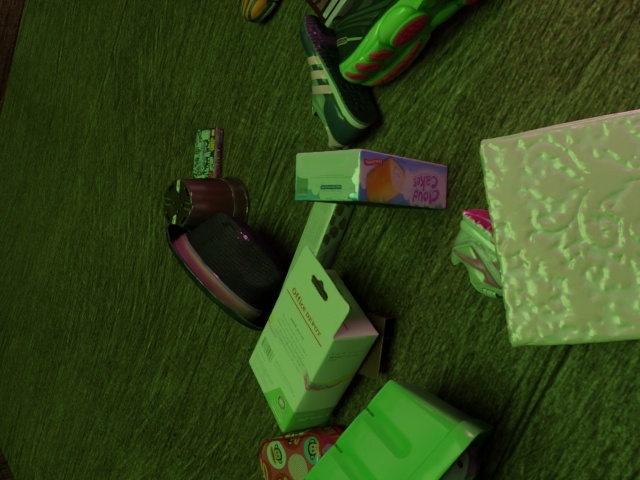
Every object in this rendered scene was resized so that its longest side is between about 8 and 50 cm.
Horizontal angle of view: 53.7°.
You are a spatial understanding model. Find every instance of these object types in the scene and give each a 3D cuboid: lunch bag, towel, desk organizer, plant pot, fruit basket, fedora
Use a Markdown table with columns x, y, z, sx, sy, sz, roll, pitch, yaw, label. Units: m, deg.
| x | y | z | sx | sy | sz | roll | pitch | yaw | label |
| --- | --- | --- | --- | --- | --- | --- | --- | --- | --- |
| -0.029 | 0.559 | 1.366 | 0.258 | 0.120 | 0.292 | -24 | 73 | 41 | lunch bag |
| 0.415 | -0.016 | 0.928 | 0.317 | 0.053 | 0.331 | -8 | 83 | 17 | towel |
| 0.117 | 0.213 | 1.288 | 0.050 | 0.047 | 0.130 | 11 | 96 | 41 | desk organizer |
| -0.298 | -0.088 | 1.613 | 0.167 | 0.165 | 0.166 | -2 | 88 | 45 | plant pot |
| 0.177 | 0.462 | 1.044 | 0.393 | 0.283 | 0.391 | -6 | 74 | 20 | fruit basket |
| -0.197 | 0.047 | 1.467 | 0.152 | 0.334 | 0.334 | -45 | 56 | 3 | fedora |

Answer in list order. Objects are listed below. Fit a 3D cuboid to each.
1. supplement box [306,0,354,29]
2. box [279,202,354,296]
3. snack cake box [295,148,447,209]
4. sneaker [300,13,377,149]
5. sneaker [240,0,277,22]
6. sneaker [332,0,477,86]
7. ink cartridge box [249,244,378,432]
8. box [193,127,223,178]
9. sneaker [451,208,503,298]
| x | y | z | sx | sy | sz | roll | pitch | yaw | label |
| --- | --- | --- | --- | --- | --- | --- | --- | --- | --- |
| 0.017 | -0.580 | 1.389 | 0.130 | 0.073 | 0.239 | -49 | 59 | 30 | supplement box |
| 0.000 | 0.000 | 1.394 | 0.067 | 0.063 | 0.323 | 35 | 113 | 40 | box |
| 0.098 | -0.107 | 1.164 | 0.152 | 0.265 | 0.089 | 3 | 91 | 44 | snack cake box |
| 0.008 | -0.342 | 1.368 | 0.131 | 0.112 | 0.318 | -45 | 54 | 44 | sneaker |
| -0.159 | -0.689 | 1.486 | 0.125 | 0.180 | 0.320 | 38 | 114 | 38 | sneaker |
| 0.181 | -0.491 | 1.154 | 0.483 | 0.185 | 0.202 | -35 | 69 | 36 | sneaker |
| -0.010 | 0.201 | 1.317 | 0.207 | 0.119 | 0.353 | 56 | 132 | 40 | ink cartridge box |
| -0.306 | -0.235 | 1.718 | 0.094 | 0.027 | 0.136 | 4 | 92 | 43 | box |
| 0.323 | 0.055 | 1.068 | 0.252 | 0.103 | 0.111 | 46 | 127 | 36 | sneaker |
